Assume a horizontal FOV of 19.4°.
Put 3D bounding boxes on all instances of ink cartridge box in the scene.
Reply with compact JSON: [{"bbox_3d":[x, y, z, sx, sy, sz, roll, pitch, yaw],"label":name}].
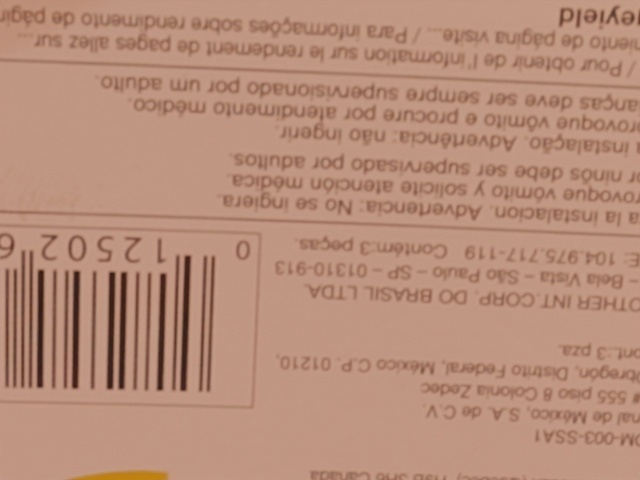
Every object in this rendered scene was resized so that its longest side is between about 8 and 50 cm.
[{"bbox_3d":[0.000,0.000,0.470,0.270,0.151,0.396,2,106,-3],"label":"ink cartridge box"}]
